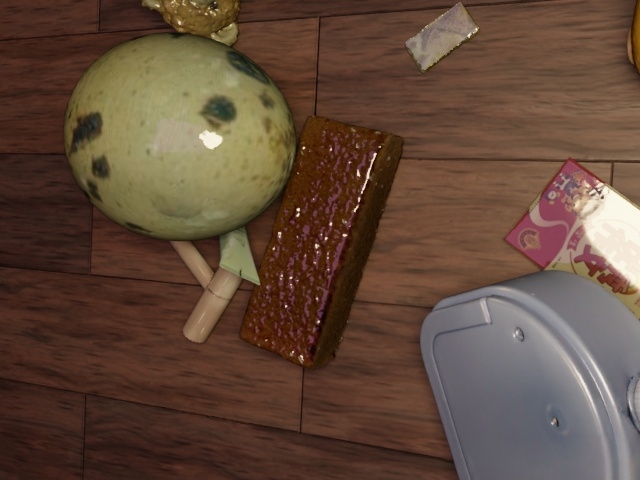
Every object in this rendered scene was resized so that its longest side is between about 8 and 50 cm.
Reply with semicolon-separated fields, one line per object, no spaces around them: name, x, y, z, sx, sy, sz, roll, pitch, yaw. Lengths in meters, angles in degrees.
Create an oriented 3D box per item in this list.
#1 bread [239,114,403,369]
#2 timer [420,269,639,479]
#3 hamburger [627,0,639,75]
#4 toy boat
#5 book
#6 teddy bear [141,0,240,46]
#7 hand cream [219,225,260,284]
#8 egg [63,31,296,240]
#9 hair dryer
bread;0.000;0.000;1.257;0.165;0.113;0.416;21;98;22
timer;0.327;0.224;1.011;0.395;0.173;0.394;31;127;54
hamburger;0.513;-0.340;0.950;0.186;0.261;0.302;27;83;26
toy boat;0.199;-0.333;1.213;0.115;0.016;0.063;-33;77;21
book;0.418;0.006;1.116;0.232;0.022;0.162;42;107;19
teddy bear;-0.200;-0.484;1.319;0.267;0.156;0.256;26;98;-8
hand cream;-0.149;0.010;1.289;0.078;0.205;0.050;30;109;-24
egg;-0.226;-0.169;1.219;0.428;0.345;0.344;4;93;44
hair dryer;-0.255;0.055;1.405;0.220;0.054;0.195;36;105;20
